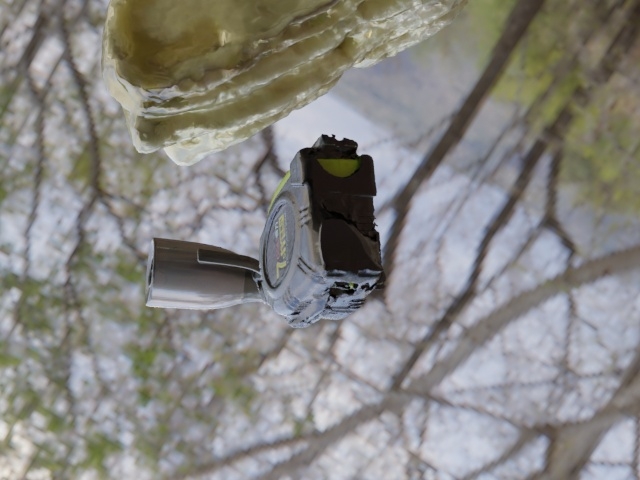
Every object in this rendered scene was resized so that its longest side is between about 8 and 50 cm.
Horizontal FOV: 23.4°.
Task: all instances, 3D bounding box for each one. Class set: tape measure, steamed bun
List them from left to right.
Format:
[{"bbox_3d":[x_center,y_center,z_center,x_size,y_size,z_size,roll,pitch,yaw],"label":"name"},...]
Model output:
[{"bbox_3d":[-0.003,-0.229,1.334,0.247,0.428,0.189,54,176,28],"label":"steamed bun"},{"bbox_3d":[0.000,0.000,1.783,0.112,0.186,0.199,9,-120,-22],"label":"tape measure"}]

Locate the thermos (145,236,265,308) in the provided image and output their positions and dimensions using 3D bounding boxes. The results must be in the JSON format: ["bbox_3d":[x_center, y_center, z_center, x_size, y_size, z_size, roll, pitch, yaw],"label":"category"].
[{"bbox_3d":[-0.162,0.051,2.338,0.193,0.105,0.137,7,154,-10],"label":"thermos"}]
